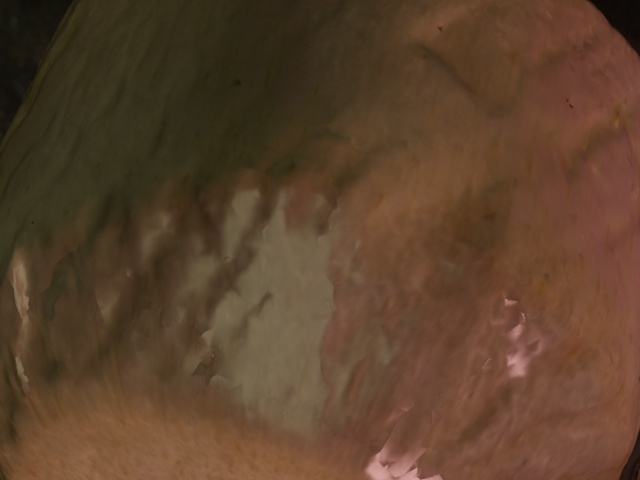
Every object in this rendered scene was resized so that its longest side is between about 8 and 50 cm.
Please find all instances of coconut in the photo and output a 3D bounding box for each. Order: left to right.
[{"bbox_3d":[0.000,0.000,0.606,0.328,0.329,0.329,1,95,15],"label":"coconut"}]

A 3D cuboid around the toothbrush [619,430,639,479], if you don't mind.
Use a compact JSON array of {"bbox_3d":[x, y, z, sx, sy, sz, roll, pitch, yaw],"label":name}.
[{"bbox_3d":[0.165,0.037,0.607,0.030,0.030,0.297,31,132,15],"label":"toothbrush"}]
